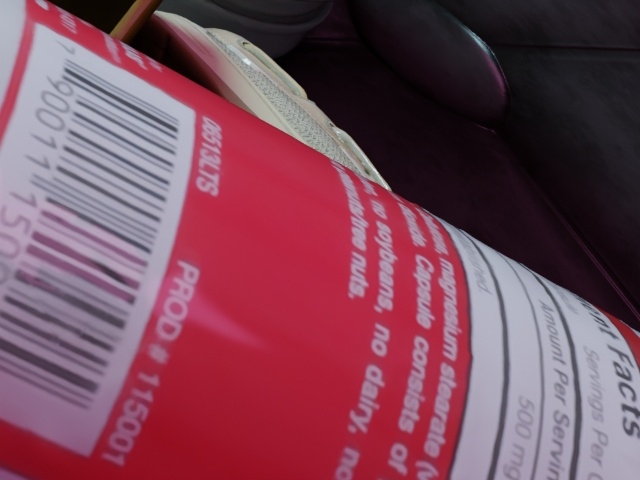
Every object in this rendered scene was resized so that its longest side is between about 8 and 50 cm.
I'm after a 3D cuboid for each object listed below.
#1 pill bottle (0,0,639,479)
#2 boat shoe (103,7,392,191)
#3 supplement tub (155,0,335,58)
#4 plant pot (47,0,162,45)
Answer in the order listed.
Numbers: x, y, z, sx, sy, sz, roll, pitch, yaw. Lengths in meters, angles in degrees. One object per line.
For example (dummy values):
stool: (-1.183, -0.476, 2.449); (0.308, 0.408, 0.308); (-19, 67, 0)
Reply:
pill bottle: (-0.018, 0.091, 0.516); (0.408, 0.229, 0.229); (29, 33, -21)
boat shoe: (0.000, 0.000, 0.774); (0.098, 0.109, 0.302); (-7, 50, -50)
supplement tub: (0.000, -0.290, 0.912); (0.241, 0.331, 0.241); (28, 34, -21)
plant pot: (-0.159, -0.137, 0.686); (0.212, 0.212, 0.187); (41, 20, 0)
